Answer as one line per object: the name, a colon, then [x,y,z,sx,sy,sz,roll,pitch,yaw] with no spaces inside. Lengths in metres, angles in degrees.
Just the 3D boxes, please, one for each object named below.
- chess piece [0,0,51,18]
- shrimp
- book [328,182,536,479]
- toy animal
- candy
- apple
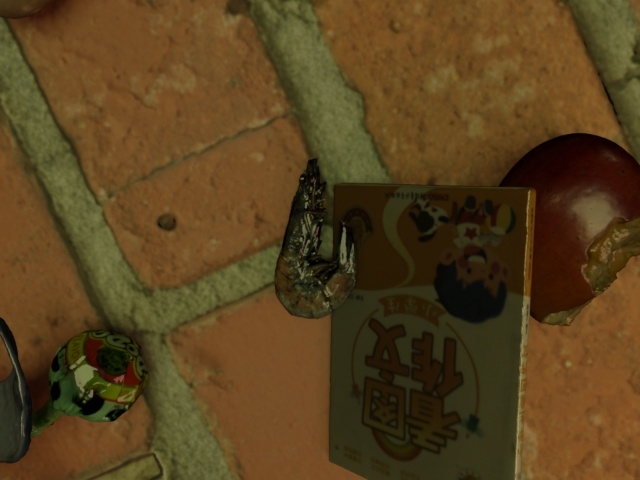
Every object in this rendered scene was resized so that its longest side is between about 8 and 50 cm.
chess piece: [-0.234,-0.316,0.533,0.261,0.143,0.143,-42,93,12]
shrimp: [0.000,0.000,0.589,0.091,0.034,0.161,10,97,24]
book: [0.090,0.096,0.546,0.207,0.020,0.296,6,98,43]
toy animal: [-0.353,0.193,0.568,0.239,0.256,0.176,-32,136,20]
candy: [-0.298,0.203,0.615,0.305,0.083,0.091,-42,88,13]
apple: [0.218,-0.009,0.532,0.158,0.156,0.147,-42,84,19]
